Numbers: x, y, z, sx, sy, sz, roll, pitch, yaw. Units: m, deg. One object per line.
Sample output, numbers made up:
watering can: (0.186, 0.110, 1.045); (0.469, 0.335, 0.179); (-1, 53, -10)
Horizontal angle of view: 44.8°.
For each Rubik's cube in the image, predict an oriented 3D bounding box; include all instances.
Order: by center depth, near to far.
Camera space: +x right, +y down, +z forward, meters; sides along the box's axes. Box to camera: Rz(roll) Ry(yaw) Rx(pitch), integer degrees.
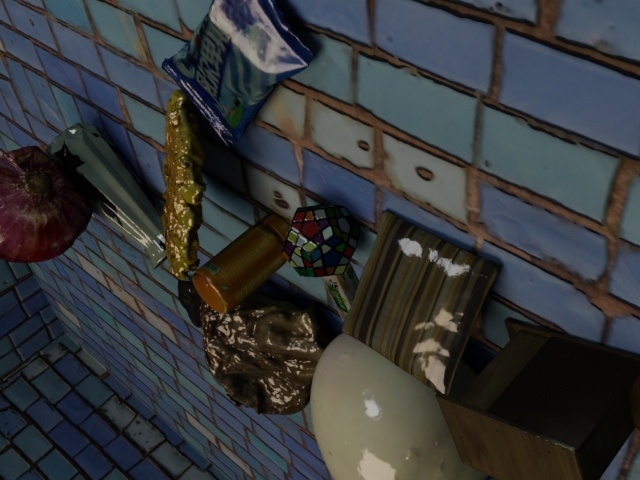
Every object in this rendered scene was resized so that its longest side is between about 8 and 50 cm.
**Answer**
Rubik's cube: (0.000, 0.000, 1.261); (0.112, 0.133, 0.133); (-125, 15, -50)

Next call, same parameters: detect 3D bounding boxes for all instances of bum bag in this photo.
bum bag: (-0.259, 0.170, 1.895); (0.310, 0.074, 0.137); (8, 122, 51)

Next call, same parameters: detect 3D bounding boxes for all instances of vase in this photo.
vase: (-0.467, -0.101, 1.786); (0.360, 0.165, 0.165); (47, 153, -2)

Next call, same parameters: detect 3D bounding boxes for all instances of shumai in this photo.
shumai: (-0.077, 0.205, 1.632); (0.283, 0.217, 0.346); (-30, 112, 31)

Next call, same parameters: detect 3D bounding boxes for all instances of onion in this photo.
onion: (-0.654, -0.062, 1.691); (0.256, 0.230, 0.272); (36, 144, 9)

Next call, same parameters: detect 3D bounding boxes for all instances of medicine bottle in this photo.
medicine bottle: (-0.135, 0.041, 1.422); (0.096, 0.192, 0.096); (35, 149, 24)

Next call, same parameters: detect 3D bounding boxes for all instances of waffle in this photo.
waffle: (-0.250, -0.099, 1.405); (0.302, 0.068, 0.325); (111, 155, -54)

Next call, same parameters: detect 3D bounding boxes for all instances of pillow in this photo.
pillow: (0.138, 0.088, 1.135); (0.212, 0.052, 0.208); (29, 107, 36)

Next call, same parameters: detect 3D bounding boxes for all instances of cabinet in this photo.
cabinet: (0.304, 0.234, 1.037); (0.215, 0.175, 0.148); (14, 136, 47)

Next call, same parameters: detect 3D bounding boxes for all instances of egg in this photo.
egg: (0.126, 0.286, 1.250); (0.345, 0.283, 0.283); (48, 155, 29)

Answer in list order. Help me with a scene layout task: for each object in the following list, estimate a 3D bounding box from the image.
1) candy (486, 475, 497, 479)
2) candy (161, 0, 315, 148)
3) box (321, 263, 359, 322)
candy: (0.320, 0.469, 1.426); (0.145, 0.070, 0.275); (62, 153, -5)
candy: (-0.134, -0.269, 1.165); (0.187, 0.077, 0.331); (51, 150, -6)
box: (0.062, 0.129, 1.406); (0.050, 0.041, 0.207); (14, 135, 53)
